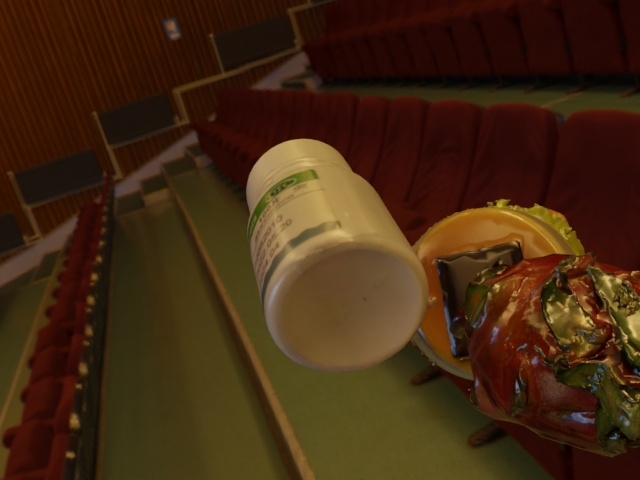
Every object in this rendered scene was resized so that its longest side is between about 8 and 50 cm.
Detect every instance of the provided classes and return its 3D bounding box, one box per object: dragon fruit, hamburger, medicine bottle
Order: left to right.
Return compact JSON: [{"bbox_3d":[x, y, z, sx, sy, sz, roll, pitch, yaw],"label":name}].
[{"bbox_3d":[0.000,0.000,0.669,0.139,0.139,0.236,-18,32,-4],"label":"medicine bottle"},{"bbox_3d":[0.262,0.080,1.108,0.295,0.275,0.179,-15,-9,12],"label":"hamburger"},{"bbox_3d":[0.217,0.086,0.611,0.198,0.200,0.269,-51,-8,-1],"label":"dragon fruit"}]
